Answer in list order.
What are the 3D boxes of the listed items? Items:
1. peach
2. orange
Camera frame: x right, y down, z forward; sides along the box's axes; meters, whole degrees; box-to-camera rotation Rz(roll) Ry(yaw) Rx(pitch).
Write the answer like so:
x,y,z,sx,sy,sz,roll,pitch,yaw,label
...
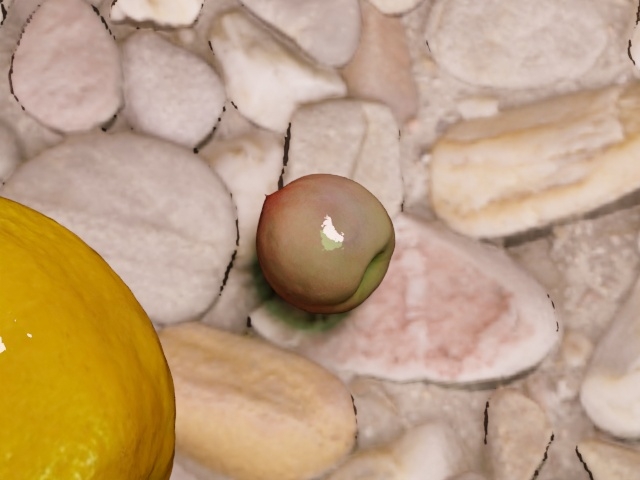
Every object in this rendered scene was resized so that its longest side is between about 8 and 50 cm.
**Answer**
x,y,z,sx,sy,sz,roll,pitch,yaw,label
0.002,0.001,1.126,0.083,0.083,0.083,4,71,-11,peach
-0.204,0.107,0.944,0.235,0.279,0.279,32,68,14,orange
